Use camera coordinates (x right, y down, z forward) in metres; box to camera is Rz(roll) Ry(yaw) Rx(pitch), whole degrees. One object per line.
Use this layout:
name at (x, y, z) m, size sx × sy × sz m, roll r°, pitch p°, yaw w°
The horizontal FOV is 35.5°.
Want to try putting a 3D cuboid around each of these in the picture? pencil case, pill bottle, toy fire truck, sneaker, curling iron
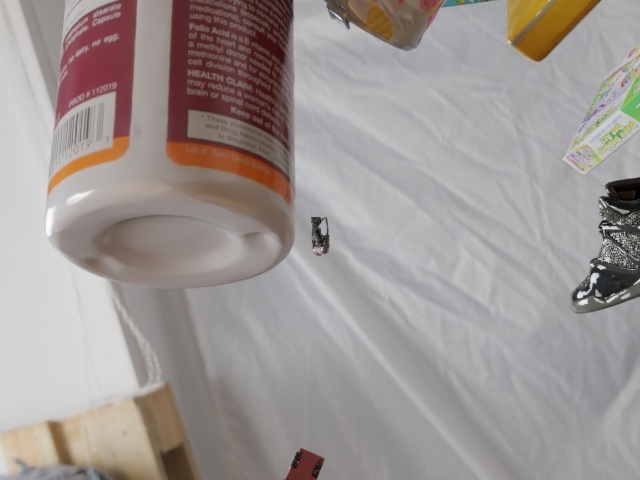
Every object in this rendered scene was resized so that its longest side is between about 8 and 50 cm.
pencil case at (0.110, -0.322, 0.976) m, size 0.124 × 0.113 × 0.273 m, roll -14°, pitch -41°, yaw -60°
pill bottle at (-0.136, -0.171, 0.960) m, size 0.224 × 0.392 × 0.224 m, roll -1°, pitch -24°, yaw 0°
toy fire truck at (-0.041, 0.400, 1.551) m, size 0.047 × 0.135 × 0.192 m, roll 22°, pitch 20°, yaw 6°
sneaker at (0.360, 0.006, 1.182) m, size 0.087 × 0.130 × 0.227 m, roll -15°, pitch -18°, yaw -25°
curling iron at (0.000, 0.000, 1.873) m, size 0.035 × 0.068 × 0.274 m, roll -3°, pitch -5°, yaw -1°

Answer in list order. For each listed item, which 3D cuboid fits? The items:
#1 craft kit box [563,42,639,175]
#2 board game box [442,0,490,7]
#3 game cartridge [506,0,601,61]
craft kit box at (0.537, -0.260, 1.694) m, size 0.246 × 0.061 × 0.250 m, roll -59°, pitch 5°, yaw -33°
board game box at (0.216, -0.493, 1.587) m, size 0.336 × 0.079 × 0.253 m, roll -4°, pitch -36°, yaw 12°
game cartridge at (0.303, -0.365, 0.979) m, size 0.324 × 0.053 × 0.285 m, roll -44°, pitch 24°, yaw 40°
